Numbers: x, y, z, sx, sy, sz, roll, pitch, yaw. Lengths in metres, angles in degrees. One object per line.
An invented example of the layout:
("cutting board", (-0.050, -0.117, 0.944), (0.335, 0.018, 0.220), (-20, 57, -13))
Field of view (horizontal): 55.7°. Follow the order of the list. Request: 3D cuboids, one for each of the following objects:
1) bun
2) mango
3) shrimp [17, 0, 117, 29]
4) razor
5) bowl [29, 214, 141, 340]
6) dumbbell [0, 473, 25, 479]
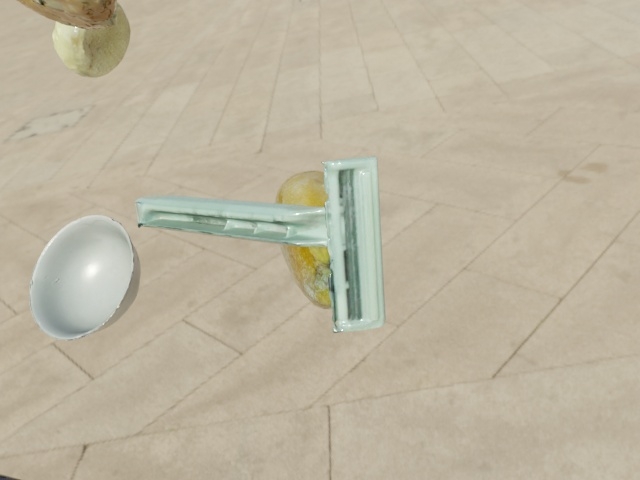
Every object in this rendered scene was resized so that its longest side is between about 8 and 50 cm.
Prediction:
("bun", (-0.241, -0.212, 0.625), (0.055, 0.086, 0.086), (24, 41, 13))
("mango", (0.000, 0.000, 1.064), (0.146, 0.192, 0.316), (-12, 42, -5))
("shrimp", (-0.160, -0.152, 0.261), (0.091, 0.184, 0.043), (16, 74, 24))
("razor", (-0.058, -0.015, 0.478), (0.056, 0.111, 0.278), (-17, 19, -41))
("bowl", (-0.328, 0.062, 0.900), (0.189, 0.086, 0.189), (-8, 69, 22))
("dumbbell", (-0.324, 0.335, 0.672), (0.225, 0.140, 0.124), (-17, 50, 43))
